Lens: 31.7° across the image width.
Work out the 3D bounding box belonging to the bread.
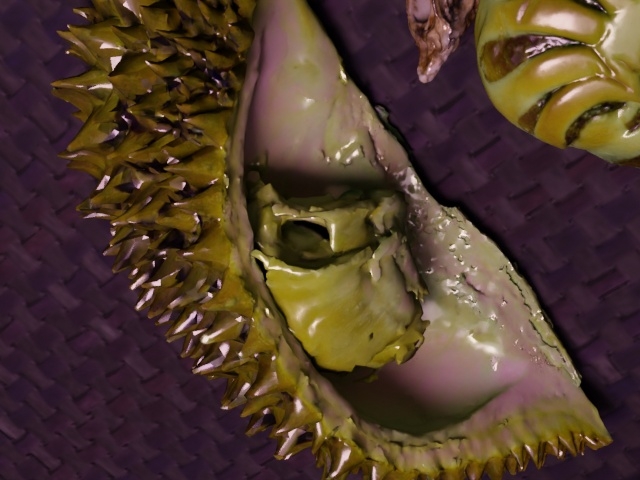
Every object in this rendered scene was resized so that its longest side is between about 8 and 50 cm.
[{"bbox_3d":[0.137,-0.087,0.469,0.139,0.071,0.130,33,107,-19],"label":"bread"}]

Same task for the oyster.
[{"bbox_3d":[0.064,-0.116,0.477,0.038,0.081,0.083,6,163,-17],"label":"oyster"}]

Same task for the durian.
[{"bbox_3d":[-0.009,0.002,0.562,0.169,0.157,0.355,-37,114,-10],"label":"durian"}]
